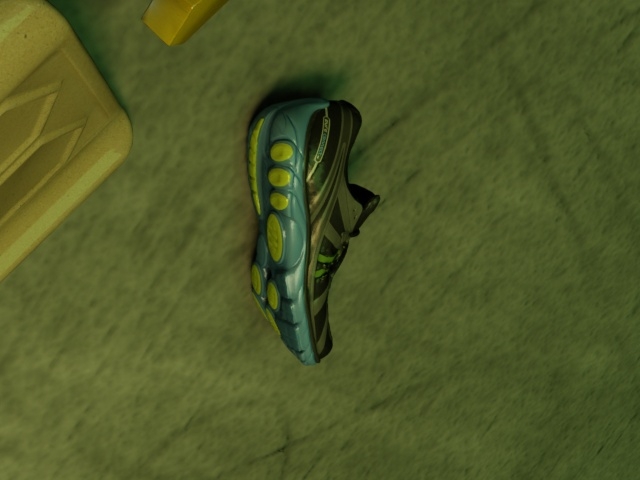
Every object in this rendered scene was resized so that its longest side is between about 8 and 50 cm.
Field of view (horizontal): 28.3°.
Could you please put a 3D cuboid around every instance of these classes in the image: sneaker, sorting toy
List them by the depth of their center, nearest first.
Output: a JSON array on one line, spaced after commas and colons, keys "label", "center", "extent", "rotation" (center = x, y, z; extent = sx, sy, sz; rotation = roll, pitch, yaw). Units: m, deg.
[{"label": "sorting toy", "center": [-0.146, -0.041, 0.557], "extent": [0.307, 0.041, 0.229], "rotation": [-45, 175, -5]}, {"label": "sneaker", "center": [0.000, 0.000, 0.763], "extent": [0.078, 0.067, 0.188], "rotation": [-17, 128, -25]}]
